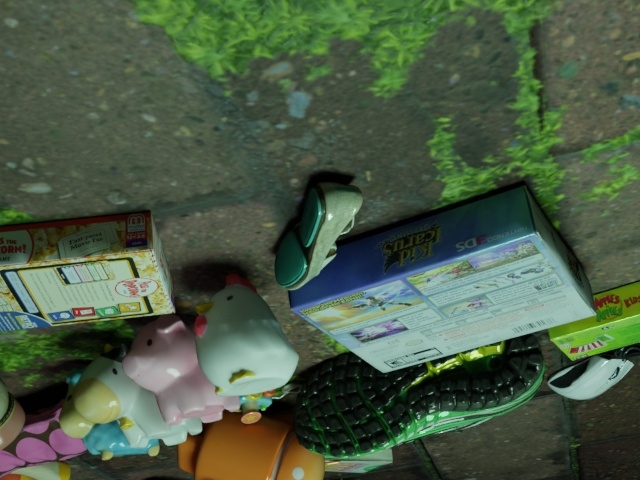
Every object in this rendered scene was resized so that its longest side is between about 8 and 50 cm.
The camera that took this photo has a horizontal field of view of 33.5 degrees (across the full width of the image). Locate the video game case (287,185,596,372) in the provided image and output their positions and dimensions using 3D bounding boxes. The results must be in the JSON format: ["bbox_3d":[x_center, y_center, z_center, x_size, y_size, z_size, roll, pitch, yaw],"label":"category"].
[{"bbox_3d":[0.136,0.053,1.157,0.269,0.061,0.244,-18,151,20],"label":"video game case"}]

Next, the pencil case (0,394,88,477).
[{"bbox_3d":[-0.374,0.253,1.396,0.209,0.095,0.098,-20,133,20],"label":"pencil case"}]

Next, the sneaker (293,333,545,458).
[{"bbox_3d":[0.128,0.213,1.378,0.343,0.134,0.146,-15,152,14],"label":"sneaker"}]

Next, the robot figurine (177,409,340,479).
[{"bbox_3d":[-0.088,0.304,1.472,0.219,0.128,0.158,16,-177,13],"label":"robot figurine"}]

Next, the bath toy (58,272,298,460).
[{"bbox_3d":[-0.167,0.143,1.189,0.151,0.129,0.348,7,152,-40],"label":"bath toy"}]

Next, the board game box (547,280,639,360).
[{"bbox_3d":[0.377,0.092,1.300,0.181,0.043,0.092,-19,150,23],"label":"board game box"}]

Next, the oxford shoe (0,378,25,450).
[{"bbox_3d":[-0.530,0.189,1.252,0.348,0.123,0.130,-9,126,7],"label":"oxford shoe"}]

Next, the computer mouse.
[{"bbox_3d":[0.399,0.186,1.481,0.106,0.042,0.193,11,147,-32],"label":"computer mouse"}]

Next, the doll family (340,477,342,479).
[{"bbox_3d":[-0.009,0.482,1.904,0.262,0.118,0.163,5,162,18],"label":"doll family"}]

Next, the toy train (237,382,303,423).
[{"bbox_3d":[-0.089,0.198,1.396,0.125,0.046,0.166,-16,150,17],"label":"toy train"}]

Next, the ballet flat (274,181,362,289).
[{"bbox_3d":[0.000,0.000,1.039,0.052,0.057,0.168,-6,154,-22],"label":"ballet flat"}]

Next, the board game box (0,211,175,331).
[{"bbox_3d":[-0.251,0.035,1.057,0.193,0.045,0.147,-5,152,-2],"label":"board game box"}]

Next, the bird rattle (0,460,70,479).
[{"bbox_3d":[-0.491,0.360,1.583,0.253,0.143,0.207,31,124,-31],"label":"bird rattle"}]

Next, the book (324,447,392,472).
[{"bbox_3d":[0.032,0.357,1.741,0.144,0.035,0.096,10,152,-31],"label":"book"}]
